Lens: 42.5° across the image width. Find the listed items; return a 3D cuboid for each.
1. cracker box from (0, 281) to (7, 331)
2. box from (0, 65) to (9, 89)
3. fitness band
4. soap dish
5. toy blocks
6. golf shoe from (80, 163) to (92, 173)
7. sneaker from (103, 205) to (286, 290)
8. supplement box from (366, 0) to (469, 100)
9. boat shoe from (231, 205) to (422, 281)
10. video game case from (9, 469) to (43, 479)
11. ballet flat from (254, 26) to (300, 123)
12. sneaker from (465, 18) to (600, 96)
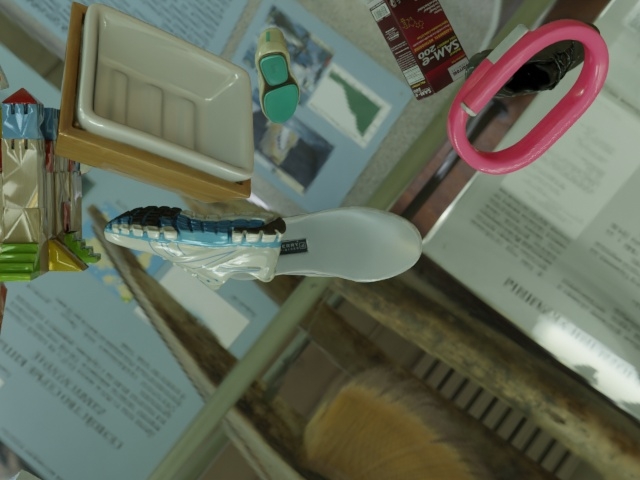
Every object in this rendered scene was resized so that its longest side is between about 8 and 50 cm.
[{"bbox_3d":[-0.611,0.135,1.267,0.156,0.232,0.067,-114,4,-55],"label":"cracker box"},{"bbox_3d":[-0.586,-0.264,1.232,0.145,0.186,0.038,80,165,-48],"label":"box"},{"bbox_3d":[0.340,-0.233,1.350,0.209,0.291,0.054,29,-157,-37],"label":"fitness band"},{"bbox_3d":[-0.237,-0.186,1.177,0.291,0.229,0.118,18,144,-35],"label":"soap dish"},{"bbox_3d":[-0.445,-0.093,1.268,0.190,0.261,0.381,0,-175,-5],"label":"toy blocks"},{"bbox_3d":[-0.487,-0.232,1.823,0.115,0.306,0.140,21,120,35],"label":"golf shoe"},{"bbox_3d":[-0.133,0.013,0.866,0.190,0.071,0.083,6,116,3],"label":"sneaker"},{"bbox_3d":[0.218,-0.443,1.795,0.239,0.130,0.073,60,155,-11],"label":"supplement box"},{"bbox_3d":[0.000,0.000,1.022,0.258,0.095,0.084,1,-171,14],"label":"boat shoe"},{"bbox_3d":[-0.656,0.593,1.621,0.061,0.244,0.269,35,143,-13],"label":"video game case"},{"bbox_3d":[-0.089,-0.327,1.622,0.086,0.086,0.248,36,161,14],"label":"ballet flat"},{"bbox_3d":[0.412,-0.323,1.515,0.130,0.286,0.109,38,151,57],"label":"sneaker"}]
